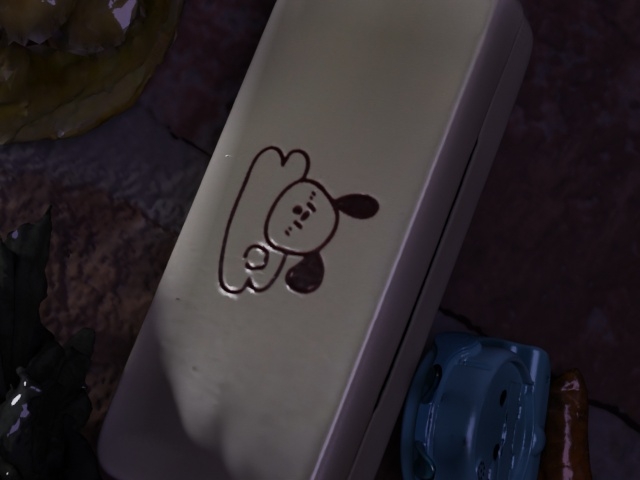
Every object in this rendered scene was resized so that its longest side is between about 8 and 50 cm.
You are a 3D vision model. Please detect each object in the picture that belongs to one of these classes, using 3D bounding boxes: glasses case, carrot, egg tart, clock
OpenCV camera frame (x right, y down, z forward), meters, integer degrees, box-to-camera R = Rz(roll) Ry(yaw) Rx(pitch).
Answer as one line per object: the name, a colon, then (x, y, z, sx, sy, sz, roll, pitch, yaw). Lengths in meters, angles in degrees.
glasses case: (0.000, 0.000, 0.765, 0.131, 0.070, 0.313, 17, 80, 28)
carrot: (0.147, 0.170, 0.843, 0.047, 0.047, 0.191, -3, 83, -16)
egg tart: (-0.168, -0.169, 0.754, 0.232, 0.098, 0.252, 29, 75, -16)
clock: (0.078, 0.102, 0.782, 0.045, 0.147, 0.108, 5, 83, 29)

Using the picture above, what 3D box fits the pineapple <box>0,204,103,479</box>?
pineapple: (-0.150, 0.139, 0.634, 0.165, 0.364, 0.165, -1, 121, -2)
